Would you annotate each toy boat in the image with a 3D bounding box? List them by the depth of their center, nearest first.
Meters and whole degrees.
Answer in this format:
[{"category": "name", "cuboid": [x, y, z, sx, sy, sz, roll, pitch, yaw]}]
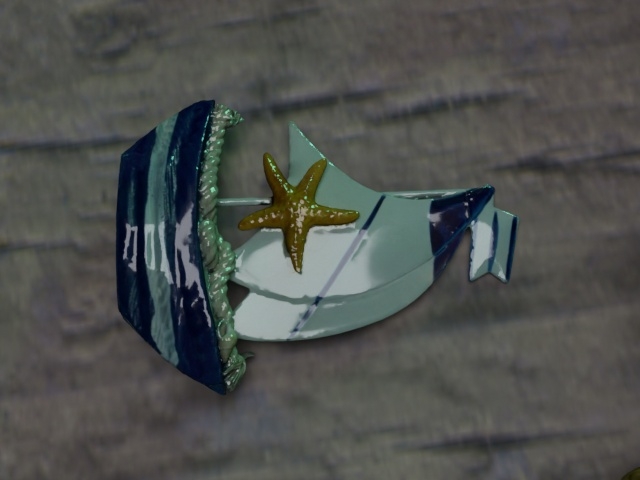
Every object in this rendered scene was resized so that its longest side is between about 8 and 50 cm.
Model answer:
[{"category": "toy boat", "cuboid": [0.000, 0.000, 0.722, 0.291, 0.067, 0.221, -1, 75, -6]}]

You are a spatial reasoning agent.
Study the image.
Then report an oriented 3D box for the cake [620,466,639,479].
[{"category": "cake", "cuboid": [0.237, 0.249, 0.514, 0.222, 0.227, 0.286, -45, 63, 5]}]
